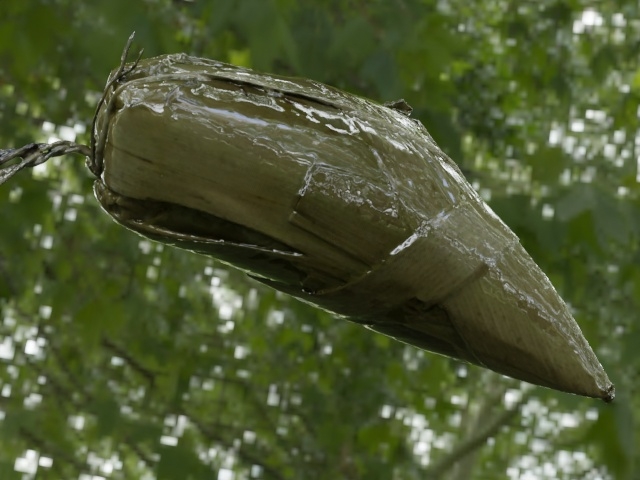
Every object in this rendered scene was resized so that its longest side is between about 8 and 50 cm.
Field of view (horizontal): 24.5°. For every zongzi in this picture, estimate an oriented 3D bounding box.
[{"bbox_3d":[0.000,0.000,0.538,0.189,0.081,0.178,9,27,-42],"label":"zongzi"}]
